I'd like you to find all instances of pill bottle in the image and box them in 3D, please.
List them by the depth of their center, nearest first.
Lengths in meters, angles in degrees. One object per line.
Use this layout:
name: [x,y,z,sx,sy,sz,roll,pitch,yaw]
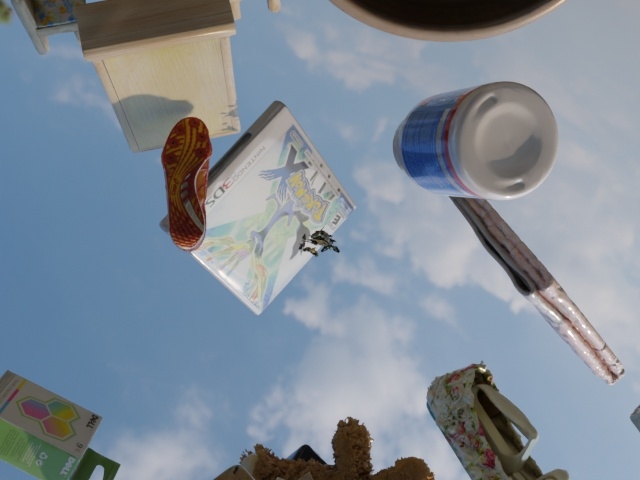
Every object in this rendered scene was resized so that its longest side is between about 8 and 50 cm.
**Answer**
pill bottle: [0.162,-0.111,0.889,0.124,0.124,0.221,20,180,-17]

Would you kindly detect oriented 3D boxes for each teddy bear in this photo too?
teddy bear: [0.012,0.378,1.086,0.113,0.338,0.245,55,-158,-43]

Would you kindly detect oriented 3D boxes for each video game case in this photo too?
video game case: [-0.099,-0.047,1.436,0.036,0.300,0.329,36,171,39]

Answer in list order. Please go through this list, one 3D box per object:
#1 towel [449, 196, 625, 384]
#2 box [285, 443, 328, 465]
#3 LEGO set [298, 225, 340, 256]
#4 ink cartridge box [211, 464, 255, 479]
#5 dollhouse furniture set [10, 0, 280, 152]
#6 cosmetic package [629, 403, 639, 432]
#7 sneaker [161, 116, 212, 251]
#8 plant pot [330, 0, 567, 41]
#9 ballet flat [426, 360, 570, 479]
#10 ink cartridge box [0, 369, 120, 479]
towel: [0.331,0.051,1.251,0.317,0.053,0.332,42,-166,-40]
box: [-0.055,0.585,1.228,0.293,0.212,0.395,43,-140,-1]
LEGO set: [-0.003,-0.001,1.054,0.054,0.083,0.023,31,-112,-30]
ink cartridge box: [-0.126,0.288,0.532,0.234,0.193,0.088,-31,-117,-31]
dollhouse furniture set: [-0.229,-0.357,1.025,0.362,0.256,0.394,-12,-108,-7]
cosmetic package: [0.344,0.192,0.468,0.160,0.113,0.309,-13,-114,-52]
sneaker: [-0.173,-0.072,0.991,0.064,0.175,0.067,5,171,-9]
plant pot: [0.104,-0.322,0.602,0.263,0.263,0.229,24,-140,-10]
ballet flat: [0.185,0.218,0.733,0.091,0.077,0.241,2,-134,-50]
ink cartridge box: [-0.370,0.271,1.072,0.209,0.062,0.109,30,-166,-8]
